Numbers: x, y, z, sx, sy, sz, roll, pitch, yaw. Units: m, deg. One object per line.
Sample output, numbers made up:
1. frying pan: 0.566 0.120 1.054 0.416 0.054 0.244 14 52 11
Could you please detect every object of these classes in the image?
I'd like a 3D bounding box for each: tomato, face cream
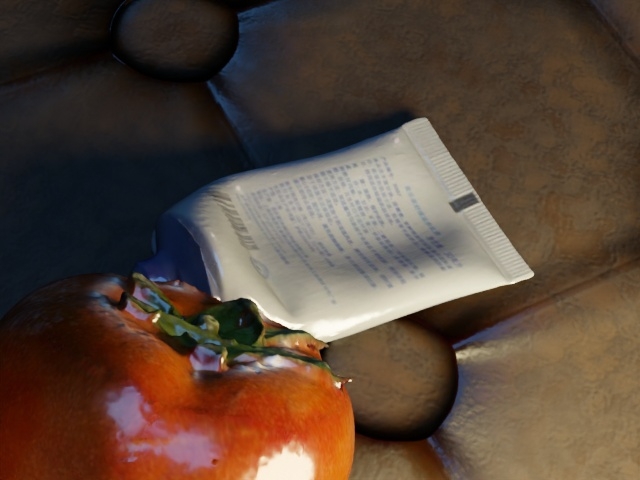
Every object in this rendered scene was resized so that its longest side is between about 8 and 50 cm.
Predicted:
1. tomato: -0.146 0.183 1.245 0.341 0.273 0.341 20 15 -6
2. face cream: 0.000 0.000 1.488 0.420 0.137 0.235 -17 60 -28
